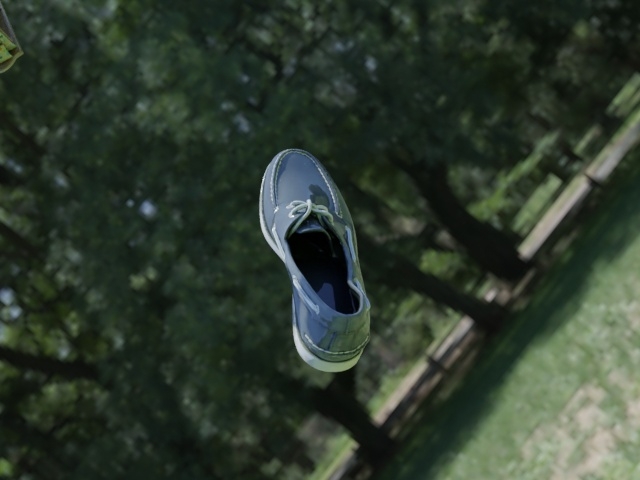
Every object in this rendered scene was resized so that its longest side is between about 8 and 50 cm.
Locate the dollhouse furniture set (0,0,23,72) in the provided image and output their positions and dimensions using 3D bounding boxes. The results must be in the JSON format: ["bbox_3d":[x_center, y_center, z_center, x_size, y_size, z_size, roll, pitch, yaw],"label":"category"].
[{"bbox_3d":[-0.348,-0.268,1.673,0.161,0.101,0.182,-28,-22,4],"label":"dollhouse furniture set"}]

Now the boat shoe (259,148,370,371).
[{"bbox_3d":[0.000,0.000,1.713,0.099,0.116,0.319,106,158,-51],"label":"boat shoe"}]
